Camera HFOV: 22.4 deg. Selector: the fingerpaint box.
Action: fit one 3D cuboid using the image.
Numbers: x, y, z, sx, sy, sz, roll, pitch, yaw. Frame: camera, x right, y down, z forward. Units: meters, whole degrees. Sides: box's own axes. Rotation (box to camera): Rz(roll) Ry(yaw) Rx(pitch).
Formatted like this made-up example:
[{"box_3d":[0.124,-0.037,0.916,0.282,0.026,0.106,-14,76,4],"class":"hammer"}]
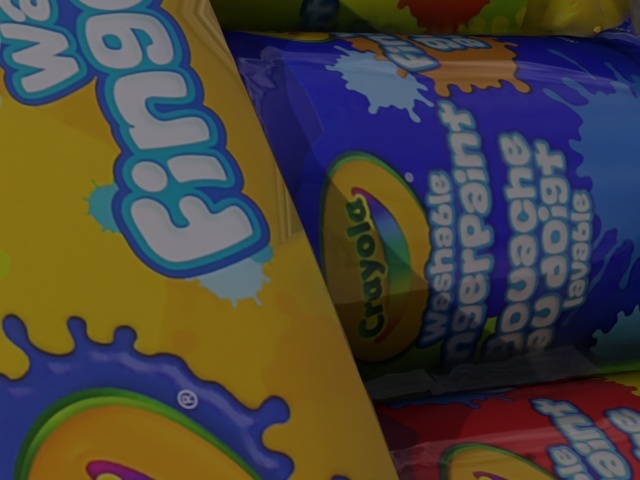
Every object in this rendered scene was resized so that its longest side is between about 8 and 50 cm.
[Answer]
[{"box_3d":[0.000,0.000,0.562,0.163,0.371,0.445,-54,50,45],"class":"fingerpaint box"}]
